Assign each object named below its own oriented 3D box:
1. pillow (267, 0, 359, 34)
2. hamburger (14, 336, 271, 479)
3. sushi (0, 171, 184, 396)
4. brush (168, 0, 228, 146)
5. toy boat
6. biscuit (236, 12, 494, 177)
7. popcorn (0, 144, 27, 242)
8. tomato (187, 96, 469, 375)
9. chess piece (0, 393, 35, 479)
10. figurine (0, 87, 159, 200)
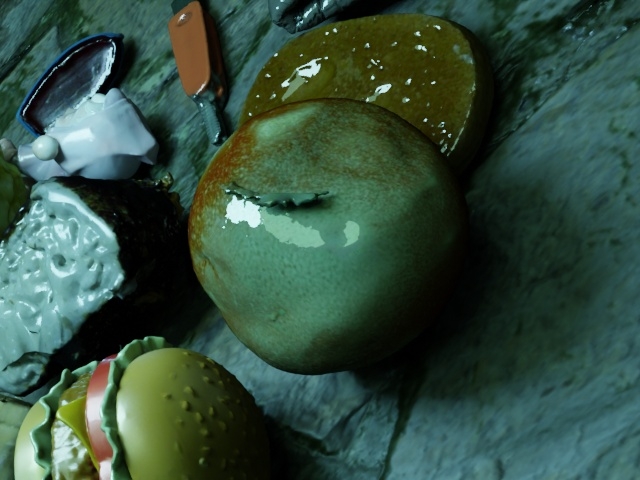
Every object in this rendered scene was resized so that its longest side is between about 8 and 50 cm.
[{"bbox_3d":[0.070,-0.429,1.298,0.326,0.101,0.228,-28,39,23],"label":"pillow"},{"bbox_3d":[-0.173,0.240,1.056,0.212,0.274,0.274,-23,57,22],"label":"hamburger"},{"bbox_3d":[-0.323,0.072,1.287,0.348,0.207,0.234,-43,77,24],"label":"sushi"},{"bbox_3d":[-0.183,-0.269,1.443,0.070,0.051,0.323,-29,55,16],"label":"brush"},{"bbox_3d":[-0.401,-0.257,1.567,0.223,0.100,0.097,-46,15,1],"label":"toy boat"},{"bbox_3d":[0.045,-0.141,1.225,0.368,0.063,0.314,2,73,35],"label":"biscuit"},{"bbox_3d":[-0.549,-0.056,1.338,0.293,0.237,0.292,0,92,8],"label":"popcorn"},{"bbox_3d":[0.000,0.000,1.026,0.304,0.303,0.239,-8,20,31],"label":"tomato"},{"bbox_3d":[-0.473,0.354,1.300,0.137,0.137,0.300,11,78,37],"label":"chess piece"},{"bbox_3d":[-0.372,-0.135,1.455,0.276,0.200,0.133,-18,100,28],"label":"figurine"}]
